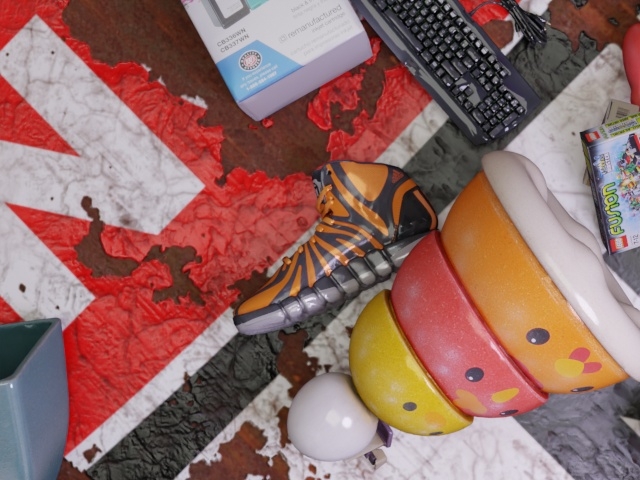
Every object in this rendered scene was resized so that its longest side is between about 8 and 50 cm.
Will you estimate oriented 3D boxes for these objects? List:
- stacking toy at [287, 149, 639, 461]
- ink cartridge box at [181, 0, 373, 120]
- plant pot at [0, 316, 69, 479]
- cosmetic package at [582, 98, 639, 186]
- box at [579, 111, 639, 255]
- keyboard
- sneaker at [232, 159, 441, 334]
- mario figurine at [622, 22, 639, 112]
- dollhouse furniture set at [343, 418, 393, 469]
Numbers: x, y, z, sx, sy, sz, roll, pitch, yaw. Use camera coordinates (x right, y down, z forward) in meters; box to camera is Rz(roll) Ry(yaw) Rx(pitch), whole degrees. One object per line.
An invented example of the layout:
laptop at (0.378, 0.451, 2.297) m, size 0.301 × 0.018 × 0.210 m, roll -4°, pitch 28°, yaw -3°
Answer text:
stacking toy at (0.162, 0.145, 1.635) m, size 0.480 × 0.350 × 0.351 m, roll -37°, pitch 85°, yaw 13°
ink cartridge box at (-0.081, -0.338, 1.716) m, size 0.198 × 0.197 × 0.270 m, roll -30°, pitch 86°, yaw 4°
plant pot at (-0.479, 0.276, 1.727) m, size 0.247 × 0.248 × 0.252 m, roll -8°, pitch 105°, yaw 6°
cosmetic package at (0.395, -0.129, 1.700) m, size 0.041 × 0.060 × 0.115 m, roll 17°, pitch 135°, yaw 7°
box at (0.421, -0.077, 1.672) m, size 0.114 × 0.207 × 0.036 m, roll -19°, pitch 42°, yaw 5°
keyboard at (0.197, -0.304, 1.742) m, size 0.201 × 0.033 × 0.317 m, roll -42°, pitch 96°, yaw -8°
sneaker at (0.000, 0.000, 1.750) m, size 0.321 × 0.124 × 0.180 m, roll -26°, pitch 82°, yaw -6°
mario figurine at (0.553, -0.222, 1.653) m, size 0.320 × 0.170 × 0.198 m, roll 31°, pitch 133°, yaw 27°
dollhouse furniture set at (0.036, 0.265, 1.755) m, size 0.081 × 0.091 × 0.114 m, roll -21°, pitch 55°, yaw -20°
